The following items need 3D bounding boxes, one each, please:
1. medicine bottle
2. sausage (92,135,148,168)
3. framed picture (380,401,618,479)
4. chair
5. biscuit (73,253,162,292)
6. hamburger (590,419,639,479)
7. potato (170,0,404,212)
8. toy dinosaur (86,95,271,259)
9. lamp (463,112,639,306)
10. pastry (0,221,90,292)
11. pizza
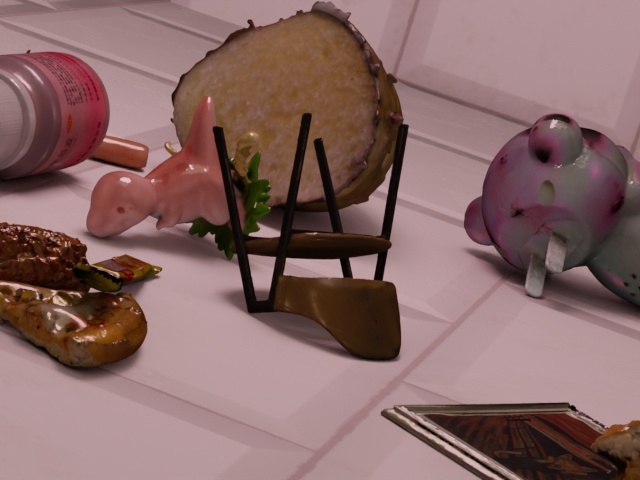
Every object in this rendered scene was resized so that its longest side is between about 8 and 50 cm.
[{"bbox_3d":[-0.346,-0.141,2.192,0.147,0.147,0.247,21,14,16],"label":"medicine bottle"},{"bbox_3d":[-0.255,-0.112,2.427,0.083,0.034,0.034,13,14,-14],"label":"sausage"},{"bbox_3d":[0.219,0.196,1.799,0.273,0.016,0.216,4,19,-45],"label":"framed picture"},{"bbox_3d":[0.000,0.000,2.007,0.172,0.247,0.159,-3,-5,44],"label":"chair"},{"bbox_3d":[-0.192,0.032,1.857,0.048,0.026,0.292,23,2,1],"label":"biscuit"},{"bbox_3d":[0.365,0.221,1.604,0.283,0.144,0.156,22,13,30],"label":"hamburger"},{"bbox_3d":[-0.003,-0.145,2.472,0.301,0.289,0.237,-15,-20,23],"label":"potato"},{"bbox_3d":[-0.162,-0.071,2.129,0.177,0.194,0.152,34,6,-45],"label":"toy dinosaur"},{"bbox_3d":[0.345,-0.011,2.479,0.301,0.247,0.247,26,51,-11],"label":"lamp"},{"bbox_3d":[-0.283,0.011,1.817,0.169,0.063,0.087,7,14,-38],"label":"pastry"},{"bbox_3d":[-0.235,0.060,1.734,0.176,0.036,0.184,20,13,14],"label":"pizza"}]
